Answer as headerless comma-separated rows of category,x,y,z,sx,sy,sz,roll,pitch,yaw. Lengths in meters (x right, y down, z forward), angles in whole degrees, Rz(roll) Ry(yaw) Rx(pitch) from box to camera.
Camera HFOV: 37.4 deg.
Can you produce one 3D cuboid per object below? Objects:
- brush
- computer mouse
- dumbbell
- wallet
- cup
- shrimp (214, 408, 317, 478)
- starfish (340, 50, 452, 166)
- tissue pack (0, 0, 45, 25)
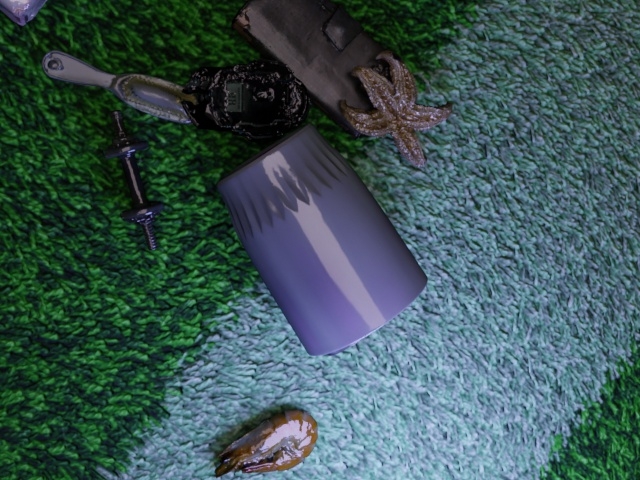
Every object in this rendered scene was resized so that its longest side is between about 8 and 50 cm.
brush,-0.343,-0.270,1.660,0.297,0.060,0.068,16,94,-13
computer mouse,-0.132,-0.249,1.691,0.242,0.077,0.146,1,93,-22
dumbbell,-0.329,-0.106,1.669,0.082,0.081,0.254,-16,98,-10
wallet,0.003,-0.349,1.731,0.317,0.044,0.169,42,85,-14
cup,0.000,0.000,1.659,0.253,0.253,0.371,-33,99,-7
shrimp,-0.101,0.397,1.780,0.217,0.051,0.115,-26,102,-11
starfish,0.150,-0.235,1.740,0.216,0.071,0.238,-25,119,-10
tissue pack,-0.541,-0.520,1.564,0.271,0.124,0.201,40,88,-11
